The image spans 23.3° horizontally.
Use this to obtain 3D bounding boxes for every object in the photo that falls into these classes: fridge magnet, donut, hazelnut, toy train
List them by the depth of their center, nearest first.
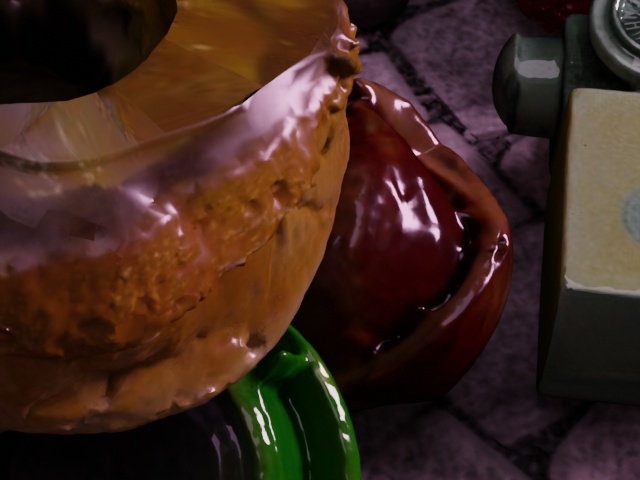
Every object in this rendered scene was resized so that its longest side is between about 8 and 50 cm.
[{"bbox_3d":[-0.140,-0.060,0.683,0.330,0.160,0.330,2,59,-4],"label":"donut"},{"bbox_3d":[-0.083,0.118,0.737,0.208,0.088,0.208,-3,79,17],"label":"fridge magnet"},{"bbox_3d":[-0.003,0.007,0.820,0.202,0.160,0.170,24,53,2],"label":"hazelnut"},{"bbox_3d":[0.291,-0.021,0.866,0.397,0.160,0.253,6,58,3],"label":"toy train"}]

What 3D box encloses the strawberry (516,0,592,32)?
[{"bbox_3d":[0.184,-0.168,1.003,0.192,0.140,0.085,22,91,5],"label":"strawberry"}]

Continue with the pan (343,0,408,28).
[{"bbox_3d":[-0.036,-0.169,1.040,0.212,0.040,0.115,-22,50,-20],"label":"pan"}]
